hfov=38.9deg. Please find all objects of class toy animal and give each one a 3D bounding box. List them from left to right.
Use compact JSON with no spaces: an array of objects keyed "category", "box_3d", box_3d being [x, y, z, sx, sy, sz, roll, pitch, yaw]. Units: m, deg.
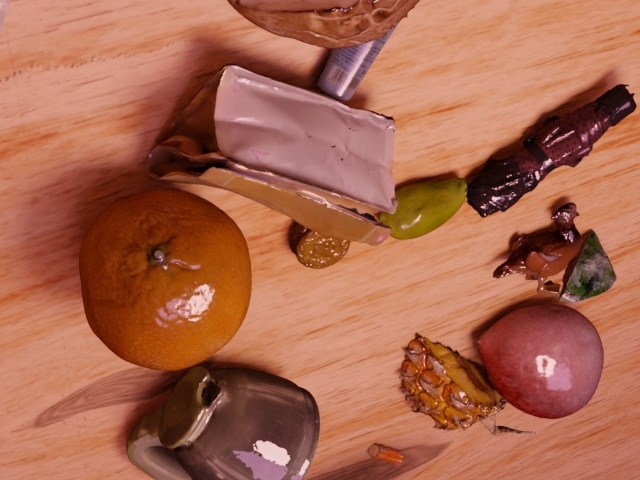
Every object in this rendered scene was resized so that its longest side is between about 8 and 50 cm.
[{"category":"toy animal","box_3d":[0.412,0.016,1.705,0.188,0.089,0.179,-13,127,-20]}]

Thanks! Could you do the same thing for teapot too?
[{"category":"teapot","box_3d":[-0.179,0.325,1.587,0.239,0.321,0.240,33,67,-27]}]

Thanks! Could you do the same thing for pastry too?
[{"category":"pastry","box_3d":[0.000,0.000,1.472,0.097,0.057,0.109,-20,133,-11]}]

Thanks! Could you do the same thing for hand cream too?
[{"category":"hand cream","box_3d":[0.070,-0.291,1.264,0.088,0.055,0.256,23,113,-25]}]

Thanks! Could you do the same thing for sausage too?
[{"category":"sausage","box_3d":[0.150,0.470,1.983,0.107,0.031,0.031,26,112,-41]}]

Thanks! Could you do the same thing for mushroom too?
[{"category":"mushroom","box_3d":[0.023,-0.315,1.164,0.285,0.156,0.151,-12,155,0]}]

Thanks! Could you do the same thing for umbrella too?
[{"category":"umbrella","box_3d":[0.387,-0.155,1.533,0.326,0.094,0.090,-37,163,5]}]

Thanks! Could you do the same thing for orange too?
[{"category":"orange","box_3d":[-0.214,0.051,1.247,0.264,0.264,0.264,-16,133,-17]}]

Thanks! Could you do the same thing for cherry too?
[{"category":"cherry","box_3d":[0.446,0.240,1.817,0.239,0.206,0.239,-18,121,-32]}]

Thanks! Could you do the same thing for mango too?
[{"category":"mango","box_3d":[0.177,-0.056,1.512,0.165,0.074,0.091,-24,133,-9]}]

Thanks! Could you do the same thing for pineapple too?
[{"category":"pineapple","box_3d":[0.276,0.338,1.848,0.161,0.158,0.334,-45,135,13]}]

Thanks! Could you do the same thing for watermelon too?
[{"category":"watermelon","box_3d":[0.516,0.070,1.763,0.155,0.101,0.080,-43,175,-45]}]

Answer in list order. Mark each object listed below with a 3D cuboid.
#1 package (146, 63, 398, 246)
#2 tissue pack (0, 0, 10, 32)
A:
[{"category":"package","box_3d":[-0.050,-0.085,1.262,0.311,0.165,0.221,15,140,-38]},{"category":"tissue pack","box_3d":[-0.393,-0.263,1.046,0.056,0.023,0.108,7,124,-34]}]
